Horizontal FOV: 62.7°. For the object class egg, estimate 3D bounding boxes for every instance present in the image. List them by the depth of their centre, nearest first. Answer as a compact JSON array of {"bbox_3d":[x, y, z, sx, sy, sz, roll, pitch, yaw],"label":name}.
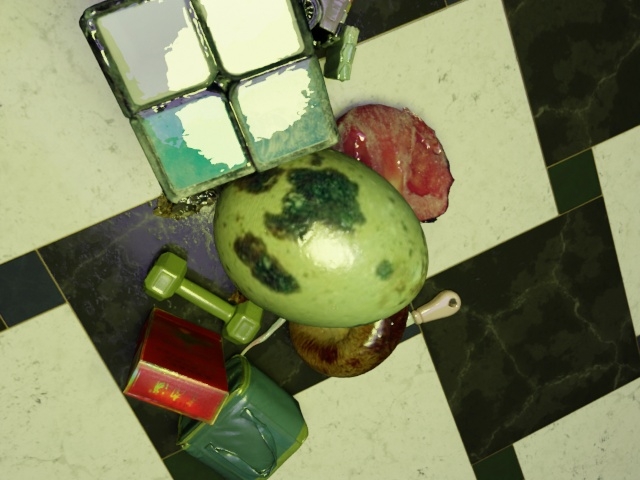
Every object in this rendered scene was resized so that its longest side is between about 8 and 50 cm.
[{"bbox_3d":[0.000,0.000,1.026,0.428,0.345,0.345,29,96,6],"label":"egg"}]

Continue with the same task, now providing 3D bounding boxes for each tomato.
[{"bbox_3d":[0.151,-0.169,1.291,0.335,0.176,0.289,3,81,-13],"label":"tomato"}]

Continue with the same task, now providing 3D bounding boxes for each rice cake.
[{"bbox_3d":[0.045,-0.419,1.182,0.038,0.211,0.124,7,102,-11],"label":"rice cake"}]

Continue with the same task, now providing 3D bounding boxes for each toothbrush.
[{"bbox_3d":[-0.141,0.244,1.395,0.269,0.021,0.027,-46,121,1],"label":"toothbrush"}]

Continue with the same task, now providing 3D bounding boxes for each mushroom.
[{"bbox_3d":[0.032,0.134,1.256,0.331,0.334,0.356,-51,135,-9],"label":"mushroom"}]

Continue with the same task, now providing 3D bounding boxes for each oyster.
[{"bbox_3d":[-0.333,-0.095,1.258,0.148,0.051,0.103,-36,101,8],"label":"oyster"}]

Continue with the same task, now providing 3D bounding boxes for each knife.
[{"bbox_3d":[0.233,0.219,1.466,0.336,0.043,0.081,-21,101,-5],"label":"knife"}]

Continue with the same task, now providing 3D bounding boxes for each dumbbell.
[{"bbox_3d":[-0.284,0.146,1.294,0.302,0.108,0.121,35,93,-18],"label":"dumbbell"}]

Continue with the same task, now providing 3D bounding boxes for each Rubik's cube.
[{"bbox_3d":[-0.177,-0.295,0.918,0.313,0.316,0.318,-20,119,-3],"label":"Rubik's cube"}]

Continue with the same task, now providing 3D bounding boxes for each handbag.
[{"bbox_3d":[-0.197,0.460,1.328,0.263,0.222,0.241,-42,108,3],"label":"handbag"}]

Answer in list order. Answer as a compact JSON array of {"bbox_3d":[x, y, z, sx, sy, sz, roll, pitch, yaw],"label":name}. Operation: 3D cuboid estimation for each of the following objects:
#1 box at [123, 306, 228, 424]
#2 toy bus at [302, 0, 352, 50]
[{"bbox_3d":[-0.324,0.277,1.208,0.197,0.313,0.089,26,96,-17],"label":"box"},{"bbox_3d":[-0.139,-0.601,1.099,0.440,0.209,0.249,20,98,-16],"label":"toy bus"}]
